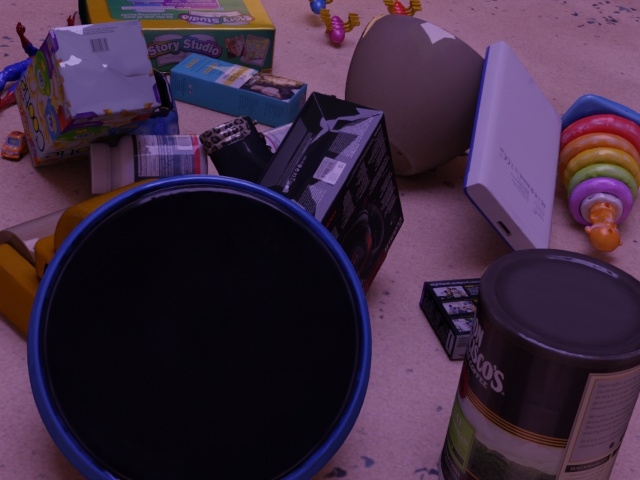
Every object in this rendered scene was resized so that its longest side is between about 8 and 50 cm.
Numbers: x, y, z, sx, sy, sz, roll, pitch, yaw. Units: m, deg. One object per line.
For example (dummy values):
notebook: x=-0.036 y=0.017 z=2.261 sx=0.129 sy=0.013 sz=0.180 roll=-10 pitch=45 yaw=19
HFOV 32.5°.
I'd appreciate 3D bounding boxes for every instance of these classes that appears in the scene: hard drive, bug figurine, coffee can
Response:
hard drive: x=0.314 y=-0.140 z=1.764 sx=0.040 sy=0.210 sz=0.319 roll=-18 pitch=42 yaw=35
bug figurine: x=0.088 y=-0.498 z=2.457 sx=0.279 sy=0.072 sz=0.216 roll=7 pitch=39 yaw=-9
coffee can: x=0.256 y=0.178 z=1.258 sx=0.201 sy=0.275 sz=0.201 roll=5 pitch=32 yaw=-3

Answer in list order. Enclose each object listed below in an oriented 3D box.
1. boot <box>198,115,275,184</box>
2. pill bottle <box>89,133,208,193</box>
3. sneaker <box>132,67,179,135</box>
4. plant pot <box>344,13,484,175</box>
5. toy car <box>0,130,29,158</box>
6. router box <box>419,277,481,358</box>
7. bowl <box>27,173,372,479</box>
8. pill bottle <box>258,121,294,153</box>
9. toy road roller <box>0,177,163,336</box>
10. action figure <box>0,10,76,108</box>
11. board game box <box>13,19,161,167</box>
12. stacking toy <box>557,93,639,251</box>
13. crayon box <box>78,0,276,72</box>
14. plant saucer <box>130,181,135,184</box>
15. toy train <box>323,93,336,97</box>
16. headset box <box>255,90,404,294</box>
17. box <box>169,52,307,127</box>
boot: x=-0.067 y=-0.122 z=1.750 sx=0.236 sy=0.085 sz=0.178 roll=-23 pitch=84 yaw=-34
pill bottle: x=-0.275 y=-0.115 z=1.753 sx=0.180 sy=0.108 sz=0.108 roll=-2 pitch=34 yaw=-14
sneaker: x=-0.311 y=-0.252 z=1.922 sx=0.129 sy=0.147 sz=0.330 roll=-8 pitch=35 yaw=-23
plant pot: x=0.152 y=-0.226 z=1.910 sx=0.284 sy=0.284 sz=0.191 roll=25 pitch=71 yaw=24
toy car: x=-0.541 y=-0.178 z=1.855 sx=0.122 sy=0.040 sz=0.060 roll=24 pitch=36 yaw=23
router box: x=0.249 y=0.107 z=1.578 sx=0.179 sy=0.046 sz=0.133 roll=-3 pitch=34 yaw=-16
bowl: x=-0.130 y=0.112 z=1.226 sx=0.391 sy=0.391 sz=0.077 roll=3 pitch=-11 yaw=-7
pill bottle: x=-0.077 y=-0.145 z=1.860 sx=0.160 sy=0.087 sz=0.087 roll=-22 pitch=43 yaw=-37
toy road roller: x=-0.282 y=0.016 z=1.424 sx=0.329 sy=0.241 sz=0.202 roll=33 pitch=40 yaw=33
action figure: x=-0.541 y=-0.348 z=2.038 sx=0.091 sy=0.139 sz=0.280 roll=19 pitch=32 yaw=14
board game box: x=-0.374 y=-0.225 z=1.735 sx=0.144 sy=0.142 sz=0.275 roll=-13 pitch=-6 yaw=-28
stacking toy: x=0.476 y=-0.085 z=1.853 sx=0.175 sy=0.166 sz=0.302 roll=22 pitch=44 yaw=-10
crayon box: x=-0.305 y=-0.456 z=2.277 sx=0.363 sy=0.106 sz=0.313 roll=-3 pitch=35 yaw=-16
plant saucer: x=-0.199 y=-0.009 z=1.571 sx=0.200 sy=0.200 sz=0.037 roll=34 pitch=82 yaw=34
toy train: x=0.027 y=-0.234 z=2.079 sx=0.036 sy=0.027 sz=0.158 roll=-10 pitch=36 yaw=-8
headset box: x=0.011 y=-0.019 z=1.482 sx=0.110 sy=0.293 sz=0.218 roll=20 pitch=65 yaw=22
box: x=-0.156 y=-0.284 z=2.084 sx=0.244 sy=0.060 sz=0.100 roll=17 pitch=34 yaw=14
